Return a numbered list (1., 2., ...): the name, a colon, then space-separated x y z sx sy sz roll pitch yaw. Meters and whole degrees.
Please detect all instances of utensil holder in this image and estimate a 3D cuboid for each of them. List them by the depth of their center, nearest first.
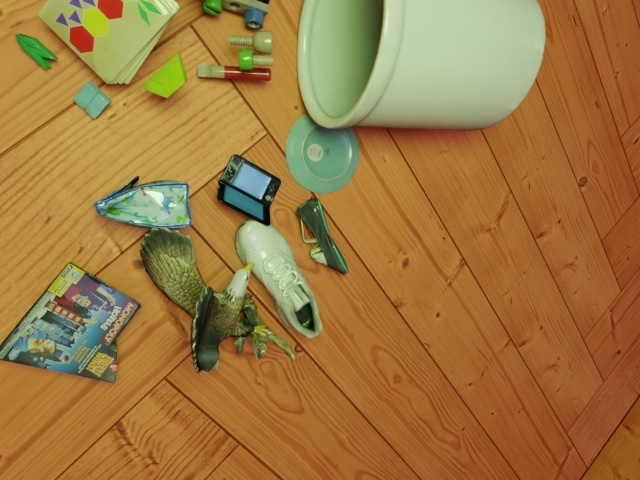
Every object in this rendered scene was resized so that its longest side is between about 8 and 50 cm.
1. utensil holder: 0.190 -0.385 0.844 0.385 0.327 0.328 -5 101 -28

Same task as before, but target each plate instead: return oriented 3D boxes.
1. plate: 0.012 -0.199 0.949 0.188 0.024 0.188 -5 101 -26

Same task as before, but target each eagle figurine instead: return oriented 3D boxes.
1. eagle figurine: -0.202 0.124 0.775 0.298 0.226 0.226 32 59 -57

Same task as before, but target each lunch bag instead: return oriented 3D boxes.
1. lunch bag: -0.316 -0.064 0.753 0.151 0.128 0.097 -7 97 -23

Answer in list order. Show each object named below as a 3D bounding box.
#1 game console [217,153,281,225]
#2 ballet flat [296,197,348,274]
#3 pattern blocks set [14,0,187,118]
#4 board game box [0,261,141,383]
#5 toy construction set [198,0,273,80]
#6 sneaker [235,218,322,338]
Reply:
1. game console: -0.142 -0.104 0.863 0.122 0.071 0.107 28 86 -27
2. ballet flat: 0.000 0.000 0.957 0.074 0.074 0.203 -33 117 -18
3. pattern blocks set: -0.327 -0.356 0.658 0.324 0.026 0.286 -25 119 18
4. board game box: -0.433 0.168 0.773 0.194 0.060 0.194 40 80 -27
5. toy construction set: -0.201 -0.442 0.725 0.236 0.257 0.309 -1 115 -9
6. sneaker: -0.073 0.081 0.895 0.111 0.129 0.297 -37 111 -14
